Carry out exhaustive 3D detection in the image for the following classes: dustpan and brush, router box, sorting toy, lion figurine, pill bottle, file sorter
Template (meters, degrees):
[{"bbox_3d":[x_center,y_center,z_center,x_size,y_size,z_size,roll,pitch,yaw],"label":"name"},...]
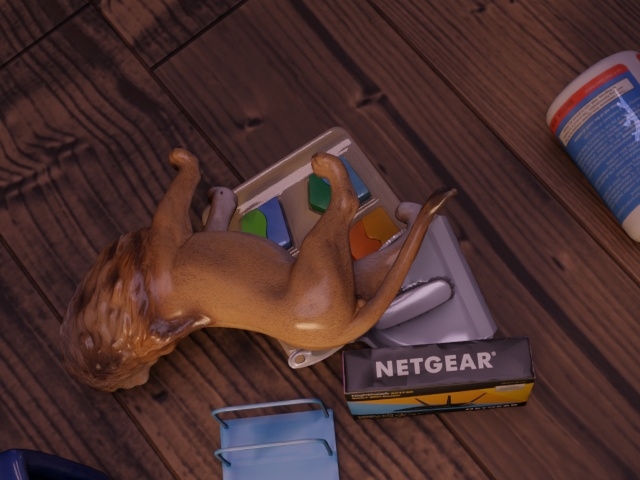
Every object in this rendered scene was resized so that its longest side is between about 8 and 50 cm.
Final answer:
[{"bbox_3d":[0.063,0.078,1.182,0.211,0.060,0.147,-25,92,-1],"label":"dustpan and brush"},{"bbox_3d":[0.114,0.136,1.139,0.179,0.133,0.046,-6,70,4],"label":"router box"},{"bbox_3d":[0.000,0.000,1.247,0.193,0.038,0.208,-33,71,-6],"label":"sorting toy"},{"bbox_3d":[-0.071,0.041,1.135,0.392,0.142,0.240,0,59,29],"label":"lion figurine"},{"bbox_3d":[0.341,-0.075,1.193,0.124,0.124,0.221,-30,71,-5],"label":"pill bottle"},{"bbox_3d":[-0.041,0.246,1.133,0.118,0.104,0.170,-7,70,3],"label":"file sorter"}]

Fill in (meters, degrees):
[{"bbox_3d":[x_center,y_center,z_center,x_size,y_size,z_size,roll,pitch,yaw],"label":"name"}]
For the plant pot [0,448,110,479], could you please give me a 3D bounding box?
[{"bbox_3d":[-0.294,0.344,1.063,0.212,0.236,0.236,-23,71,4],"label":"plant pot"}]
